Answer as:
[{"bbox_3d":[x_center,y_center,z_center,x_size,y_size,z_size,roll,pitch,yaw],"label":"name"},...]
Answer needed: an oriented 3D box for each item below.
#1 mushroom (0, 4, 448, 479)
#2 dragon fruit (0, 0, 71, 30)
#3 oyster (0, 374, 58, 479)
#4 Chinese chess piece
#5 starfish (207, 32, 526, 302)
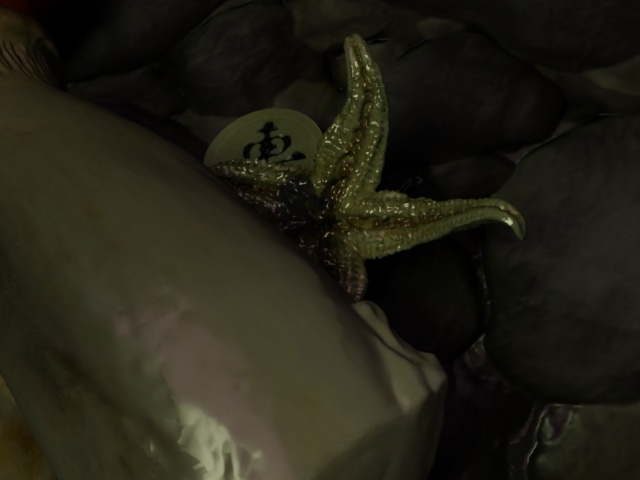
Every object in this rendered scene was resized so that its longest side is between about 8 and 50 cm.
[{"bbox_3d":[-0.094,0.025,0.451,0.407,0.137,0.154,48,124,23],"label":"mushroom"},{"bbox_3d":[-0.261,-0.191,0.647,0.209,0.172,0.172,-45,45,37],"label":"dragon fruit"},{"bbox_3d":[-0.208,0.161,0.466,0.396,0.111,0.204,30,54,31],"label":"oyster"},{"bbox_3d":[-0.031,-0.042,0.566,0.084,0.034,0.084,-8,56,11],"label":"Chinese chess piece"},{"bbox_3d":[0.001,0.000,0.494,0.223,0.050,0.217,-2,76,32],"label":"starfish"}]
